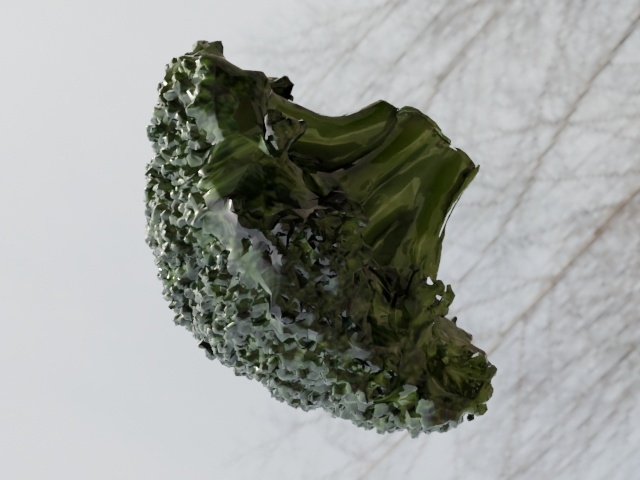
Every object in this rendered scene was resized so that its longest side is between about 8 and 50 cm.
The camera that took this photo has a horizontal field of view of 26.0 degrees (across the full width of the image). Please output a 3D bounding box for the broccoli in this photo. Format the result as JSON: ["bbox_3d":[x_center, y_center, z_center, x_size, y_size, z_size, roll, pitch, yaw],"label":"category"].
[{"bbox_3d":[-0.001,0.003,0.756,0.226,0.176,0.198,13,165,24],"label":"broccoli"}]
